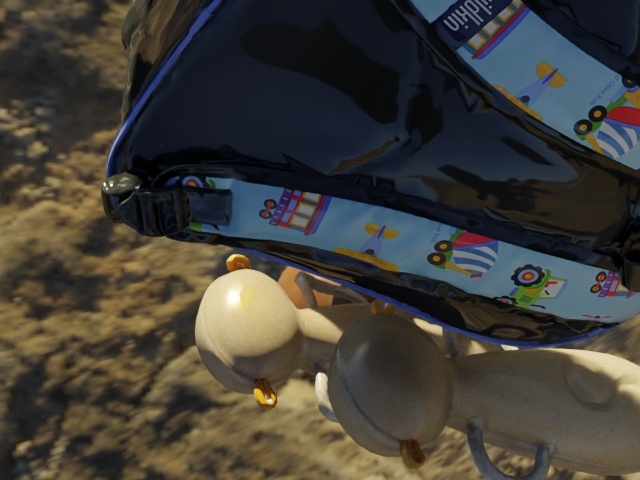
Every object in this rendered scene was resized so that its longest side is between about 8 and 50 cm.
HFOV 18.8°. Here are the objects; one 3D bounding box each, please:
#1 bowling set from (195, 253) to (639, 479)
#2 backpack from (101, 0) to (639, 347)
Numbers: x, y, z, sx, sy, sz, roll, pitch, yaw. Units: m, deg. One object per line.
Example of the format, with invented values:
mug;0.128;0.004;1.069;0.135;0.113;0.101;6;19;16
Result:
bowling set;0.000;0.000;0.743;0.200;0.154;0.287;-50;40;43
backpack;0.043;-0.055;0.558;0.173;0.117;0.158;23;126;-19
